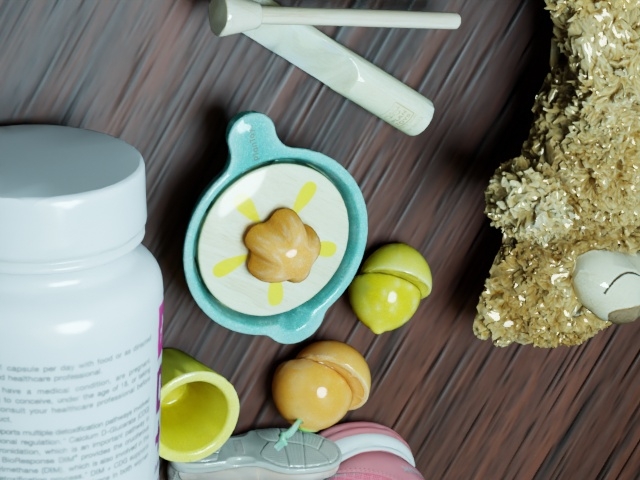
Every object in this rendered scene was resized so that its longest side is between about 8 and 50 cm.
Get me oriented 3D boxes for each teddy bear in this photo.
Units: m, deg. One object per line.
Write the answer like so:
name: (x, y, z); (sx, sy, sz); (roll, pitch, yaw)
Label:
teddy bear: (0.204, -0.071, 1.376); (0.245, 0.113, 0.338); (-4, 112, -66)

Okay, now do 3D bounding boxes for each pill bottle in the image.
pill bottle: (-0.180, 0.081, 1.248); (0.160, 0.160, 0.283); (-8, 115, -24)

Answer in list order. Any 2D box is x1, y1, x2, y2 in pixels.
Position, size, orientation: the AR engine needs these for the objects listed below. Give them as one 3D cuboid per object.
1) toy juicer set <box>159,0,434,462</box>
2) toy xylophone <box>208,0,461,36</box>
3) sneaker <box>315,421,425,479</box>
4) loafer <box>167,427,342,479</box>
toy juicer set: (0.000, 0.000, 1.346); (0.209, 0.089, 0.329); (5, 109, -28)
toy xylophone: (0.039, -0.242, 1.246); (0.322, 0.081, 0.236); (-7, 106, -25)
sneaker: (-0.035, 0.271, 1.422); (0.314, 0.136, 0.116); (-48, 123, 0)
loafer: (-0.048, 0.162, 1.417); (0.125, 0.045, 0.039); (2, 127, -8)
